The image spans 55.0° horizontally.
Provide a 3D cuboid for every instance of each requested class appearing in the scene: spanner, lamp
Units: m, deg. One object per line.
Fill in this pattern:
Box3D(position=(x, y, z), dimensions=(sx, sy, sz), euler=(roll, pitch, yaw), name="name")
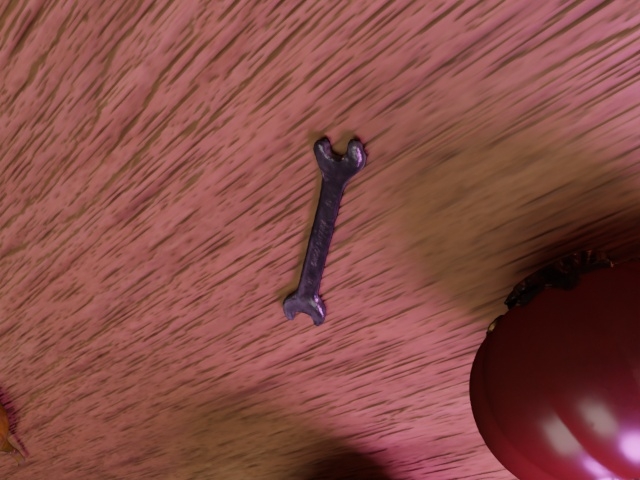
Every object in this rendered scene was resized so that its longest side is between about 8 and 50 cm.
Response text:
Box3D(position=(0.000, 0.000, 0.639), dimensions=(0.054, 0.015, 0.254), euler=(23, 130, 11), name="spanner")
Box3D(position=(0.233, 0.117, 0.484), dimensions=(0.227, 0.227, 0.227), euler=(13, 128, 17), name="lamp")

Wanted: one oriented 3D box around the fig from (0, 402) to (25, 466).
Box3D(position=(-0.637, 0.365, 1.142), dimensions=(0.159, 0.159, 0.257), euler=(1, 141, 24), name="fig")
